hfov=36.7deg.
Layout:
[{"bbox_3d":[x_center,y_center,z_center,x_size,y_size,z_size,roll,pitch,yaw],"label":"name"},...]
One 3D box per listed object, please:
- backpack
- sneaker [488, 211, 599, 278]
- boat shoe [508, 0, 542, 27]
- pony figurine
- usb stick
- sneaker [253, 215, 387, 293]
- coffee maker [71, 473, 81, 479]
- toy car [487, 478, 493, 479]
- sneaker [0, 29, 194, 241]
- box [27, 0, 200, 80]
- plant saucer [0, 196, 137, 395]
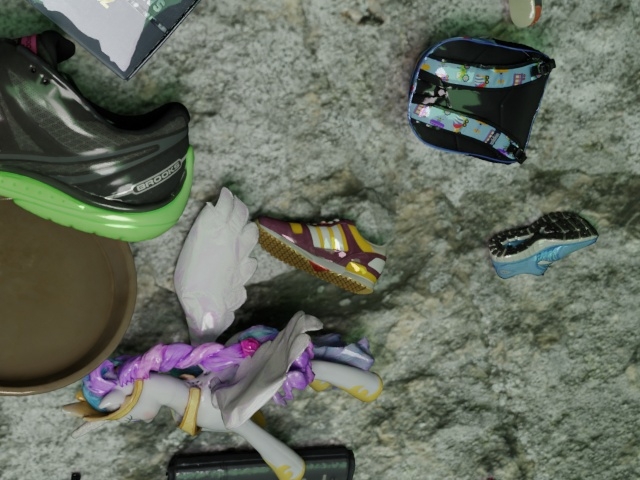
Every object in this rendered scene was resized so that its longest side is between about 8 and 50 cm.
[{"bbox_3d":[0.186,-0.186,1.225,0.173,0.117,0.158,7,110,-18],"label":"backpack"},{"bbox_3d":[0.319,0.012,1.383,0.162,0.063,0.073,-15,132,-4],"label":"sneaker"},{"bbox_3d":[0.262,-0.341,1.225,0.043,0.049,0.137,-32,123,-48],"label":"boat shoe"},{"bbox_3d":[-0.100,0.161,1.231,0.363,0.302,0.351,23,117,-39],"label":"pony figurine"},{"bbox_3d":[-0.087,0.342,1.409,0.278,0.045,0.077,0,115,-15],"label":"usb stick"},{"bbox_3d":[0.000,0.000,1.289,0.186,0.069,0.083,28,70,-11],"label":"sneaker"},{"bbox_3d":[-0.265,0.427,1.357,0.178,0.120,0.171,3,110,-16],"label":"coffee maker"},{"bbox_3d":[0.290,0.420,1.555,0.122,0.060,0.040,48,50,-42],"label":"toy car"},{"bbox_3d":[-0.368,-0.152,1.068,0.483,0.185,0.202,16,102,-23],"label":"sneaker"},{"bbox_3d":[-0.250,-0.324,1.089,0.183,0.059,0.233,-46,115,8],"label":"box"},{"bbox_3d":[-0.359,0.051,1.143,0.278,0.041,0.277,8,67,-20],"label":"plant saucer"}]
